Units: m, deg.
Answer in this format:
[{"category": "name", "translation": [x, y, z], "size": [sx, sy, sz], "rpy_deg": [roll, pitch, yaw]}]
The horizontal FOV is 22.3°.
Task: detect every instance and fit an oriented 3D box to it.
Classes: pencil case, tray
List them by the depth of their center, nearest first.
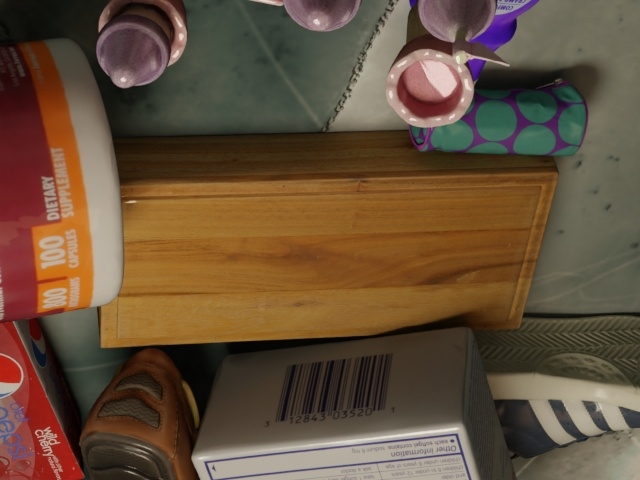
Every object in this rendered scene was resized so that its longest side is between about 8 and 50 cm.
[{"category": "pencil case", "translation": [0.158, -0.112, 1.455], "size": [0.152, 0.064, 0.070], "rpy_deg": [0, 94, -12]}, {"category": "tray", "translation": [0.000, 0.000, 1.517], "size": [0.411, 0.076, 0.202], "rpy_deg": [-3, 133, -11]}]

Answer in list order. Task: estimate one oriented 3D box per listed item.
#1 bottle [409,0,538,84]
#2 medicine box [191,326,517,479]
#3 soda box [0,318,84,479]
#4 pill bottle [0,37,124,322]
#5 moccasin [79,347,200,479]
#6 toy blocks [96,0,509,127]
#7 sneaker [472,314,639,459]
[{"category": "bottle", "translation": [0.138, -0.241, 1.310], "size": [0.118, 0.092, 0.283], "rpy_deg": [7, 130, -18]}, {"category": "medicine box", "translation": [0.050, 0.251, 1.603], "size": [0.264, 0.149, 0.289], "rpy_deg": [-8, 125, 15]}, {"category": "soda box", "translation": [-0.304, 0.129, 1.560], "size": [0.092, 0.083, 0.263], "rpy_deg": [-13, 134, 0]}, {"category": "pill bottle", "translation": [-0.366, -0.026, 1.270], "size": [0.392, 0.224, 0.224], "rpy_deg": [-10, 134, -16]}, {"category": "moccasin", "translation": [-0.169, 0.254, 1.639], "size": [0.139, 0.147, 0.380], "rpy_deg": [6, 137, 13]}, {"category": "toy blocks", "translation": [-0.009, -0.223, 1.113], "size": [0.289, 0.260, 0.309], "rpy_deg": [11, 124, -2]}, {"category": "sneaker", "translation": [0.263, 0.167, 1.699], "size": [0.350, 0.131, 0.148], "rpy_deg": [7, 129, -6]}]
